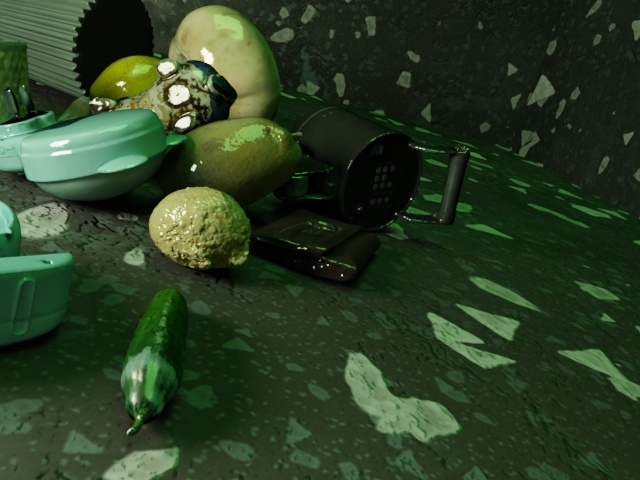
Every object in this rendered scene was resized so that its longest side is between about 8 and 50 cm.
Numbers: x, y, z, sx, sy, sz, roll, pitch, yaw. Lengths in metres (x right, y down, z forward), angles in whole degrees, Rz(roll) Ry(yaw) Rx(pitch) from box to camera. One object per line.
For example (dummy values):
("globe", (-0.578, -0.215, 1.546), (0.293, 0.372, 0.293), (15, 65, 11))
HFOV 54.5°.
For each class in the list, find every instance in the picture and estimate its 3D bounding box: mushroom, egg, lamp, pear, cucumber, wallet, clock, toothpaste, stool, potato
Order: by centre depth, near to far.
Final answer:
("clock", (-0.391, 0.008, 0.585), (0.274, 0.094, 0.224), (31, 22, 33))
("cucumber", (-0.154, 0.101, 0.593), (0.056, 0.056, 0.250), (13, 18, -13))
("egg", (-0.160, -0.015, 0.835), (0.140, 0.118, 0.116), (9, -25, 5))
("lamp", (-0.362, -0.140, 0.939), (0.284, 0.147, 0.209), (16, 25, 10))
("wallet", (0.000, 0.000, 1.024), (0.182, 0.049, 0.229), (18, 17, 12))
("potato", (-0.145, -0.129, 1.044), (0.252, 0.159, 0.174), (-24, 45, -5))
("lamp", (0.067, -0.155, 1.265), (0.375, 0.204, 0.272), (-1, 28, -18))
("pear", (-0.382, -0.295, 1.313), (0.198, 0.198, 0.198), (15, 19, -5))
("toothpaste", (-0.522, -0.261, 1.325), (0.067, 0.042, 0.194), (13, 25, -17))
("mushroom", (-0.267, -0.415, 1.531), (0.354, 0.325, 0.353), (19, 25, -9))
("stool", (-0.647, -0.521, 1.583), (0.330, 0.297, 0.297), (19, 18, 19))

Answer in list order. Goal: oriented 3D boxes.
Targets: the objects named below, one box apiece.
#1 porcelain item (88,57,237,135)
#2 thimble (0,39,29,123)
("porcelain item", (-0.287, -0.225, 1.154), (0.288, 0.137, 0.186), (-22, -4, 14))
("thimble", (-0.611, -0.260, 1.002), (0.271, 0.149, 0.271), (6, 16, -2))
